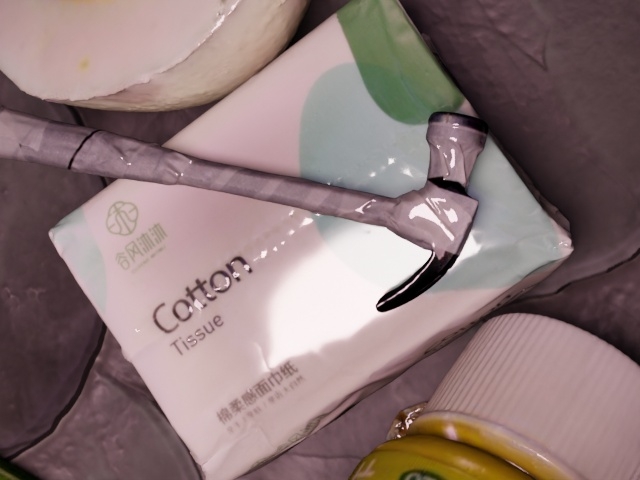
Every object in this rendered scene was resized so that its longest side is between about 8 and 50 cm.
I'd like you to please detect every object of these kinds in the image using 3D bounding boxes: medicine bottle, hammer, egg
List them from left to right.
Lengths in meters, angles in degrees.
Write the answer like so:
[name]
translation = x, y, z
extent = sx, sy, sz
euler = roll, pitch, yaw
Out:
[egg]
translation = -0.116, -0.239, 1.061
extent = 0.337, 0.201, 0.337
euler = -11, 69, 31
[hammer]
translation = -0.089, -0.059, 0.940
extent = 0.426, 0.044, 0.152
euler = 14, 89, 16
[medicine bottle]
translation = 0.104, 0.254, 0.914
extent = 0.224, 0.224, 0.384
euler = 32, 63, 12

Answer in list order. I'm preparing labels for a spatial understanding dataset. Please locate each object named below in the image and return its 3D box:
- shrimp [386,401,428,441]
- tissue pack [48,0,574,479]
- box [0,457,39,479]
[shrimp]
translation = 0.118, 0.218, 1.076
extent = 0.091, 0.034, 0.161
euler = -22, 82, 9
[tissue pack]
translation = -0.001, 0.000, 1.032
extent = 0.356, 0.194, 0.266
euler = -36, 81, 9
[box]
translation = -0.215, 0.320, 1.110
extent = 0.345, 0.097, 0.134
euler = 28, 91, 13
